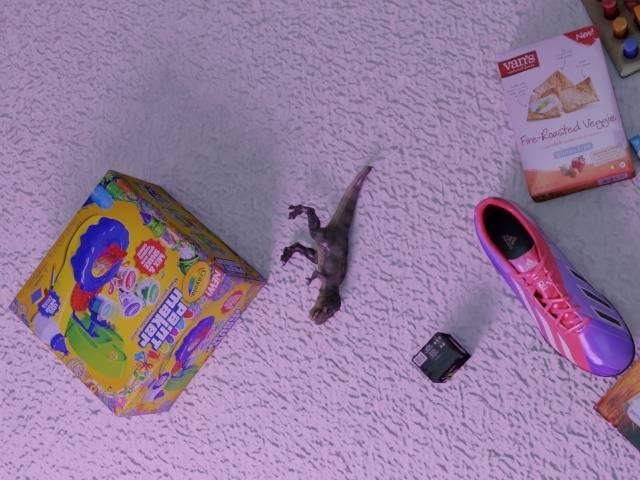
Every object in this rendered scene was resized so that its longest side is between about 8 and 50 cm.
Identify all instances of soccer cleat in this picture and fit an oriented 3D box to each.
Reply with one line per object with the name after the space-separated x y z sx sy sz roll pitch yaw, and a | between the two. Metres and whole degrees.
0.329 0.065 1.440 0.108 0.116 0.318 -40 67 11 | soccer cleat

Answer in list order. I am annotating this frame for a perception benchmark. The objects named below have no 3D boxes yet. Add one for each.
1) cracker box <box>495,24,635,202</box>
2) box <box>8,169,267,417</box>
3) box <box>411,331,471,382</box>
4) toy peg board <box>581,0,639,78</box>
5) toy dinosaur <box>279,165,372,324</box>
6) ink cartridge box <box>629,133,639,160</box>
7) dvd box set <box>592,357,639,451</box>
0.369 -0.189 1.497 0.155 0.067 0.232 -15 78 17 | cracker box
-0.299 0.089 1.642 0.279 0.177 0.290 39 97 18 | box
0.184 0.178 1.507 0.062 0.083 0.052 -47 70 9 | box
0.485 -0.353 1.470 0.161 0.079 0.161 -26 75 15 | toy peg board
0.000 0.000 1.611 0.118 0.064 0.268 12 85 14 | toy dinosaur
0.505 -0.147 1.464 0.083 0.028 0.048 -30 75 13 | ink cartridge box
0.632 0.185 1.359 0.307 0.062 0.420 44 99 18 | dvd box set
